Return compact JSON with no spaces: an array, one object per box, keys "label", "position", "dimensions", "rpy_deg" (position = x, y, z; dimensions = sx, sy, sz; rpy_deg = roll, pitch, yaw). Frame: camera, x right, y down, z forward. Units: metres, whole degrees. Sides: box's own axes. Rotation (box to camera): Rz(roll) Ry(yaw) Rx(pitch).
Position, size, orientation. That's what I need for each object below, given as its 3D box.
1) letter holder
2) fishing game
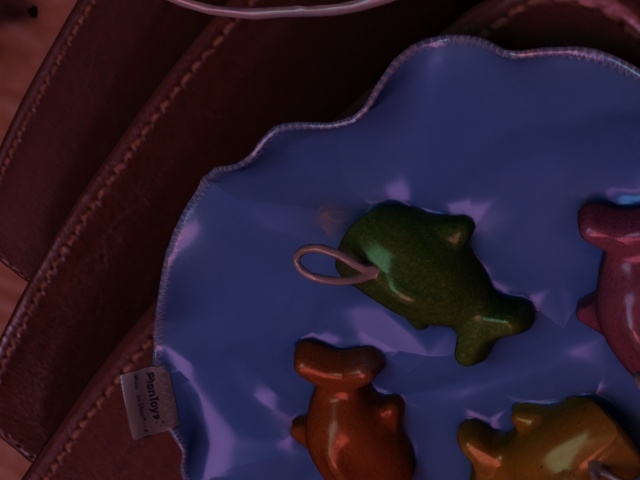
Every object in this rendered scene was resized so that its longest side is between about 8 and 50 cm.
[{"label":"letter holder","position":[0.000,0.000,0.467],"dimensions":[0.214,0.152,0.302],"rpy_deg":[40,127,-5]},{"label":"fishing game","position":[0.042,0.043,0.358],"dimensions":[0.189,0.041,0.264],"rpy_deg":[-7,116,25]}]
